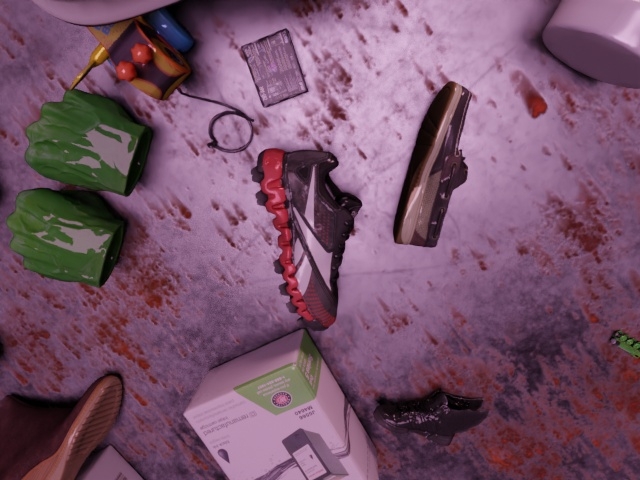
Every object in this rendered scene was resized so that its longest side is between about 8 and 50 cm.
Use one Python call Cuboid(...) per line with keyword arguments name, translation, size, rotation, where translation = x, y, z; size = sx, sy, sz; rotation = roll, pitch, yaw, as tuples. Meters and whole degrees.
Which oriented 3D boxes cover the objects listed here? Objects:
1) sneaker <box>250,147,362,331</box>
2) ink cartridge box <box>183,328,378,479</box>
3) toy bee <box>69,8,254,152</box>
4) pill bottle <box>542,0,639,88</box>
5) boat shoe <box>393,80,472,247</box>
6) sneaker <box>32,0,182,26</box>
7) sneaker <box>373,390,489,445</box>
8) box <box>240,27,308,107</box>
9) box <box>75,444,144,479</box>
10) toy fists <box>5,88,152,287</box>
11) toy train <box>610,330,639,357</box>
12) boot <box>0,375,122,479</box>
Cuboid(name="sneaker", translation=(0.000, 0.000, 0.594), size=(0.134, 0.098, 0.276), rotation=(-10, 104, 10))
Cuboid(name="ink cartridge box", translation=(-0.051, 0.313, 0.683), size=(0.198, 0.115, 0.273), rotation=(-27, 103, 12))
Cuboid(name="toy bee", translation=(-0.210, -0.242, 0.508), size=(0.298, 0.162, 0.195), rotation=(26, 105, -3))
Cuboid(name="pill bottle", translation=(0.381, -0.319, 0.435), size=(0.161, 0.161, 0.283), rotation=(29, 107, -4))
Cuboid(name="boat shoe", translation=(0.160, -0.093, 0.569), size=(0.073, 0.080, 0.224), rotation=(13, 113, -5))
Cuboid(name="sneaker", translation=(-0.078, -0.307, 0.313), size=(0.446, 0.257, 0.169), rotation=(-20, 100, -1))
Cuboid(name="sneaker", translation=(0.179, 0.278, 0.690), size=(0.170, 0.051, 0.089), rotation=(20, 107, -7))
Cuboid(name="box", translation=(-0.061, -0.231, 0.572), size=(0.067, 0.018, 0.083), rotation=(-18, 104, 10))
Cuboid(name="box", translation=(-0.427, 0.489, 0.779), size=(0.170, 0.091, 0.130), rotation=(-34, 101, 13))
Cuboid(name="toy fists", translation=(-0.347, -0.071, 0.606), size=(0.142, 0.096, 0.279), rotation=(20, 106, -12))
Cuboid(name="toy train", translation=(0.483, 0.166, 0.648), size=(0.083, 0.017, 0.024), rotation=(28, 117, -4))
Cuboid(name="boot", translation=(-0.479, 0.315, 0.728), size=(0.206, 0.090, 0.249), rotation=(23, 79, 19))
